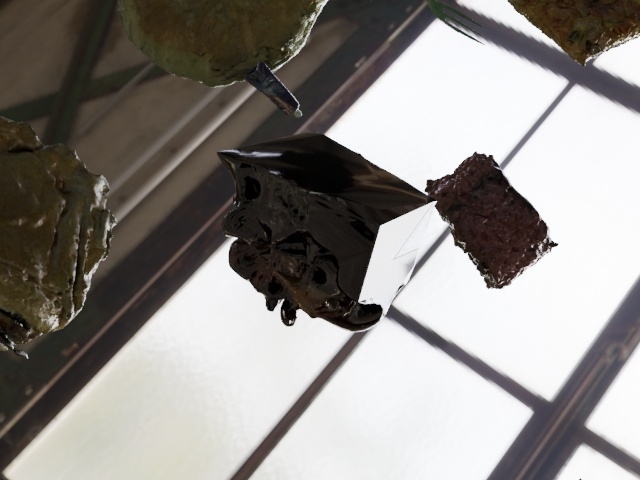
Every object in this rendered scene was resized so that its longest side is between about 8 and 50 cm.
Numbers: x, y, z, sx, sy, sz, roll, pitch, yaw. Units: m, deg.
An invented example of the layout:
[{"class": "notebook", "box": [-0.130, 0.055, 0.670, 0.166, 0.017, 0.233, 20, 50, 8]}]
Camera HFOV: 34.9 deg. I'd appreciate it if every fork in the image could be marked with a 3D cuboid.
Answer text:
[{"class": "fork", "box": [0.076, -0.256, 0.917, 0.235, 0.021, 0.039, 58, -2, 28]}]

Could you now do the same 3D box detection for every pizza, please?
[{"class": "pizza", "box": [0.472, -0.396, 1.809, 0.292, 0.197, 0.058, 13, -35, 9]}]

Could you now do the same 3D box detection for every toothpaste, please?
[{"class": "toothpaste", "box": [-0.048, -0.158, 1.083, 0.083, 0.027, 0.019, 42, 5, -38]}]

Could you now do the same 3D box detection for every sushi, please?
[{"class": "sushi", "box": [0.336, -0.045, 2.040, 0.270, 0.171, 0.236, 53, 4, -3]}, {"class": "sushi", "box": [0.001, 0.000, 1.265, 0.227, 0.215, 0.212, 25, -65, 23]}]

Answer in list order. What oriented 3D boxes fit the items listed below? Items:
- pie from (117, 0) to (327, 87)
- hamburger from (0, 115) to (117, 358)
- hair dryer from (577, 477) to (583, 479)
[{"class": "pie", "box": [-0.117, -0.334, 1.309, 0.306, 0.306, 0.071, 33, 3, 20]}, {"class": "hamburger", "box": [-0.278, -0.006, 0.806, 0.206, 0.183, 0.130, 32, -40, -32]}, {"class": "hair dryer", "box": [0.358, 0.369, 1.274, 0.154, 0.106, 0.054, 59, 2, -5]}]
